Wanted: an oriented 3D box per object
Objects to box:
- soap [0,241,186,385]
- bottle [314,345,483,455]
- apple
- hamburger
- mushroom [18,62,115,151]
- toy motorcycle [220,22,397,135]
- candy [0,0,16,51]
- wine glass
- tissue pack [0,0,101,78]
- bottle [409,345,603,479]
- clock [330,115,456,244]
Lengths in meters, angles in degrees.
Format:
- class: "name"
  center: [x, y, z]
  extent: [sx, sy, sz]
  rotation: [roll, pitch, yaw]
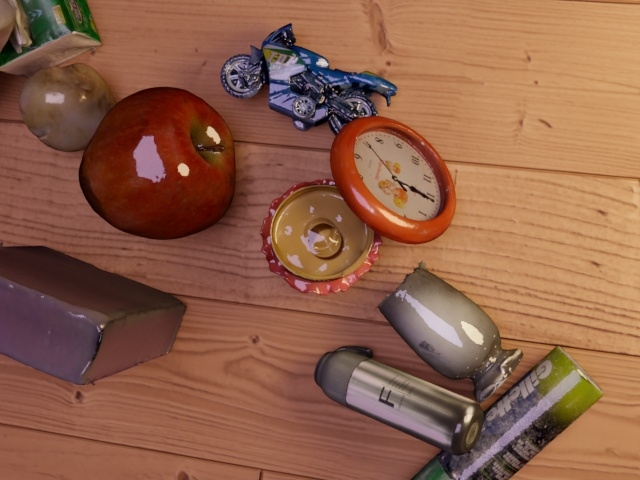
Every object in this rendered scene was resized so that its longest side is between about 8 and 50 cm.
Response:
- class: "soap"
  center: [-0.379, 0.095, 1.318]
  extent: [0.285, 0.296, 0.107]
  rotation: [19, 96, 14]
- class: "bottle"
  center: [0.110, 0.218, 1.287]
  extent: [0.253, 0.079, 0.096]
  rotation: [17, 59, 34]
- class: "apple"
  center: [-0.243, -0.108, 1.330]
  extent: [0.229, 0.230, 0.230]
  rotation: [0, 89, 12]
- class: "hamburger"
  center: [-0.003, 0.000, 1.311]
  extent: [0.175, 0.137, 0.175]
  rotation: [1, 79, -5]
- class: "mushroom"
  center: [-0.394, -0.208, 1.415]
  extent: [0.148, 0.112, 0.148]
  rotation: [-1, 122, -2]
- class: "toy motorcycle"
  center: [-0.016, -0.239, 1.346]
  extent: [0.254, 0.092, 0.136]
  rotation: [23, 85, 3]
- class: "candy"
  center: [-0.629, -0.376, 1.358]
  extent: [0.359, 0.145, 0.208]
  rotation: [51, 131, 9]
- class: "wine glass"
  center: [0.183, 0.130, 1.284]
  extent: [0.204, 0.111, 0.111]
  rotation: [43, 98, 7]
- class: "tissue pack"
  center: [-0.468, -0.384, 1.412]
  extent: [0.148, 0.156, 0.209]
  rotation: [-21, 86, 14]
- class: "bottle"
  center: [0.245, 0.292, 1.278]
  extent: [0.330, 0.093, 0.093]
  rotation: [-45, 81, 8]
- class: "clock"
  center: [0.103, -0.086, 1.273]
  extent: [0.205, 0.205, 0.051]
  rotation: [55, 137, 8]
